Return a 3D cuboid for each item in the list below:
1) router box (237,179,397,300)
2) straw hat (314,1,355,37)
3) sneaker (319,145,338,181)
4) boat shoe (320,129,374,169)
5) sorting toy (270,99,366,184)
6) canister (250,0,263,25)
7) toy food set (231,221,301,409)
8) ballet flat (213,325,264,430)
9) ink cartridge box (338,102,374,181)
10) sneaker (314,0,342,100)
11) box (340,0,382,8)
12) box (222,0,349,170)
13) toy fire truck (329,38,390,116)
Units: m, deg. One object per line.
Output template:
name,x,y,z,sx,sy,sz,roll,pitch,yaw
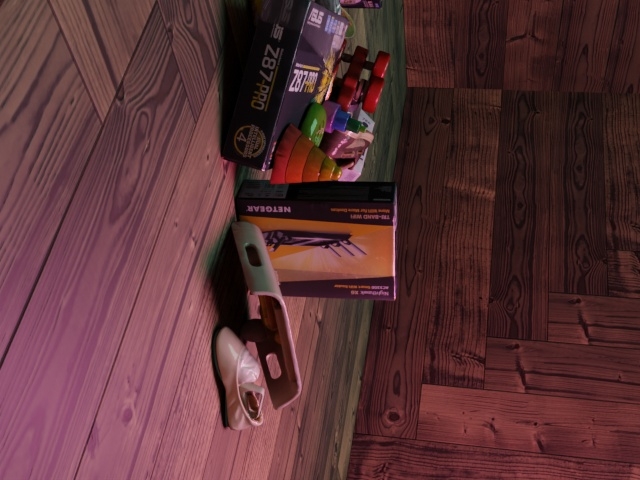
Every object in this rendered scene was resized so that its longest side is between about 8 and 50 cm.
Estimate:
router box,0.000,0.000,1.767,0.081,0.308,0.243,-78,166,-53
straw hat,0.022,-0.569,2.328,0.061,0.144,0.145,-41,-159,37
sneaker,-0.023,-0.154,2.197,0.286,0.109,0.130,-78,159,-66
boat shoe,0.053,-0.239,2.204,0.342,0.123,0.123,-31,146,-84
sorting toy,0.017,-0.192,1.761,0.365,0.126,0.127,-54,162,-61
canister,-0.098,-0.515,1.708,0.126,0.073,0.170,-71,163,-50
toy food set,-0.118,0.144,1.694,0.220,0.092,0.306,-112,-170,-52
ballet flat,-0.148,0.267,1.685,0.086,0.086,0.249,-72,162,-52
ink cartridge box,0.073,-0.248,2.500,0.165,0.065,0.333,-47,-162,39
sneaker,-0.026,-0.437,1.959,0.099,0.121,0.263,-148,-115,-74
box,0.091,-0.707,2.426,0.180,0.147,0.078,27,67,-79
box,-0.061,-0.311,1.743,0.395,0.097,0.318,-34,140,-76
toy fire truck,0.072,-0.401,2.458,0.254,0.169,0.302,109,-2,-45
